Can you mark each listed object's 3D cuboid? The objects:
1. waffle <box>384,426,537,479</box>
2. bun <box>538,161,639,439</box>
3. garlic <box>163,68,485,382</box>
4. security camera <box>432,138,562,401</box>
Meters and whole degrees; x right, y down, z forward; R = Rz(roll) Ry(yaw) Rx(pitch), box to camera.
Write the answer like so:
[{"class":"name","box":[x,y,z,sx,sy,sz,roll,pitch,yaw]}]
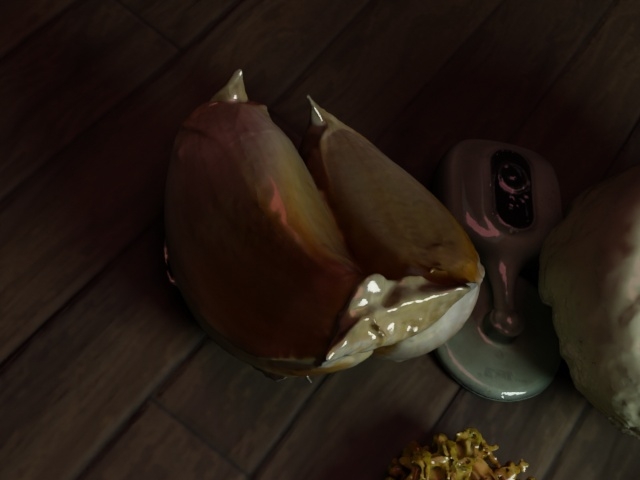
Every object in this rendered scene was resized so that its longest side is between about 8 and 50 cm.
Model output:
[{"class":"waffle","box":[0.138,0.276,0.968,0.193,0.070,0.197,29,57,-1]},{"class":"bun","box":[0.392,0.074,1.080,0.360,0.211,0.359,9,67,-22]},{"class":"garlic","box":[0.000,0.000,0.994,0.286,0.249,0.313,-31,55,-14]},{"class":"security camera","box":[0.199,0.027,1.127,0.157,0.080,0.301,10,62,-15]}]
